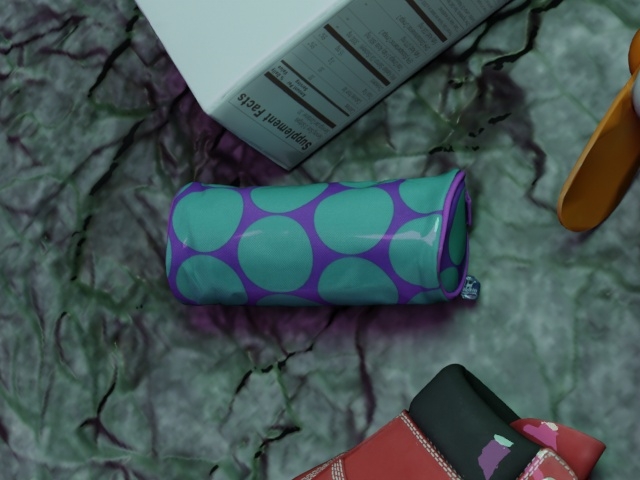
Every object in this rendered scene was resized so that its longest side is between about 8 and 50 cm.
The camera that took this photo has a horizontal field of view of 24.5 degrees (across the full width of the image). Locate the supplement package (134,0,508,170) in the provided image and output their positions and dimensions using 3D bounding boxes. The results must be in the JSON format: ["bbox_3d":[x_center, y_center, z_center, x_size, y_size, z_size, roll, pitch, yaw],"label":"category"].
[{"bbox_3d":[0.008,-0.138,0.733,0.179,0.105,0.105,-37,66,11],"label":"supplement package"}]

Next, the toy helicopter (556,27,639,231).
[{"bbox_3d":[0.243,-0.089,0.627,0.235,0.140,0.355,16,73,35],"label":"toy helicopter"}]

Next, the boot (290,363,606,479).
[{"bbox_3d":[0.077,0.178,0.634,0.176,0.088,0.244,-37,61,9],"label":"boot"}]

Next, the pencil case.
[{"bbox_3d":[0.000,0.000,0.724,0.152,0.070,0.064,-1,111,21],"label":"pencil case"}]
